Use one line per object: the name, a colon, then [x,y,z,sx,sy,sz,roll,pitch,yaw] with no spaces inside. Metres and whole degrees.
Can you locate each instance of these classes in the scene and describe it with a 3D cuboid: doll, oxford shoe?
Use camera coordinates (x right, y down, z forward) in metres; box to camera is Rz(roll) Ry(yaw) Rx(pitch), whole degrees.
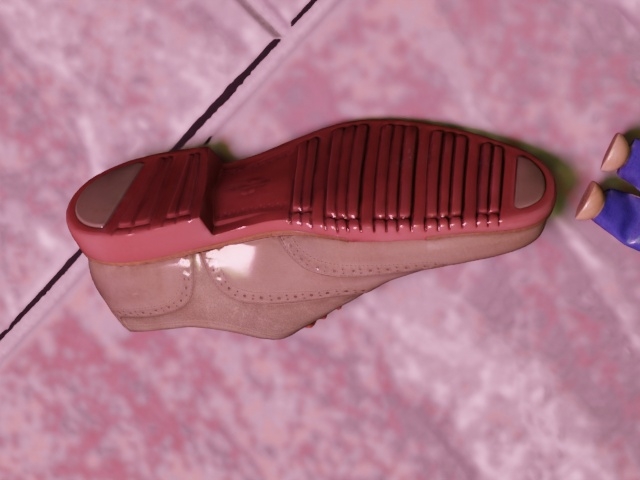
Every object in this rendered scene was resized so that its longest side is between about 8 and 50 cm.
doll: [0.271,0.002,1.241,0.189,0.046,0.129,26,99,2]
oxford shoe: [0.000,0.000,1.303,0.348,0.123,0.130,-3,128,15]
